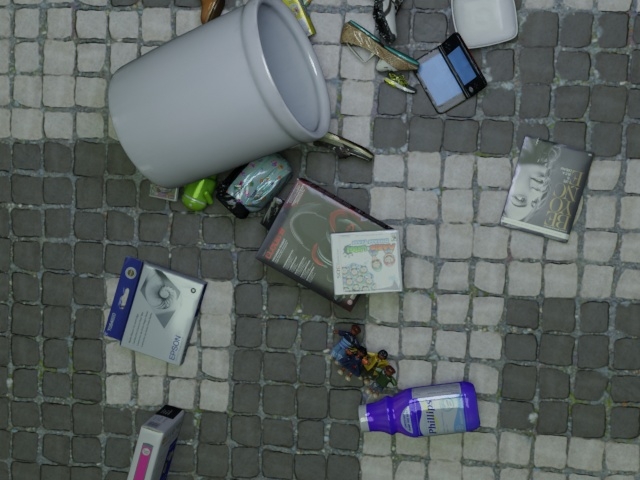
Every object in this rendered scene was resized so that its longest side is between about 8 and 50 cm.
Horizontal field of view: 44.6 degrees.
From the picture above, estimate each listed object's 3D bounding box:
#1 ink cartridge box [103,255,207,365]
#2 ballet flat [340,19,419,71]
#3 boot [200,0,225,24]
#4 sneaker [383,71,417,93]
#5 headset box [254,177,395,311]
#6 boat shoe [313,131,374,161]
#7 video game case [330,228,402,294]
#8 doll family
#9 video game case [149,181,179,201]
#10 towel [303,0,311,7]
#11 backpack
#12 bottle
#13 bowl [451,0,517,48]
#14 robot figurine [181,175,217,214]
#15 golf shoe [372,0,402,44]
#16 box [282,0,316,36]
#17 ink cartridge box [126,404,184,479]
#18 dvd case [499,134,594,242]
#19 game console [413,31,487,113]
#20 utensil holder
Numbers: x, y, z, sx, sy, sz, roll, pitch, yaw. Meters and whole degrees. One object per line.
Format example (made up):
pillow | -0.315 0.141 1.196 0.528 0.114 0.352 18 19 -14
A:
ink cartridge box | -0.419 0.174 1.948 0.224 0.045 0.223 18 96 5
ballet flat | 0.134 -0.438 1.832 0.206 0.073 0.067 35 109 11
boot | -0.300 -0.612 1.864 0.152 0.073 0.197 14 84 4
sneaker | 0.192 -0.374 1.843 0.083 0.031 0.035 26 96 4
headset box | 0.000 0.000 1.854 0.293 0.110 0.218 30 97 3
boat shoe | 0.054 -0.218 1.863 0.152 0.056 0.049 27 102 14
video game case | 0.105 0.050 1.781 0.157 0.019 0.143 -4 96 5
doll family | 0.104 0.285 1.881 0.193 0.076 0.111 32 116 -2
video game case | -0.379 -0.162 1.919 0.087 0.011 0.122 12 96 30
towel | -0.029 -0.638 1.856 0.102 0.021 0.237 41 97 -1
backpack | -0.156 -0.137 1.856 0.115 0.152 0.182 44 86 -4
bottle | 0.234 0.409 1.867 0.282 0.092 0.118 -8 98 7
bowl | 0.375 -0.516 1.801 0.142 0.053 0.142 -10 94 7
robot figurine | -0.295 -0.123 1.900 0.101 0.067 0.115 29 98 31
golf shoe | 0.162 -0.548 1.796 0.094 0.077 0.198 -11 76 -7
box | -0.094 -0.549 1.835 0.105 0.043 0.179 -19 104 20
ink cartridge box | -0.427 0.605 1.916 0.069 0.176 0.371 14 96 6
dvd case | 0.529 -0.120 1.831 0.164 0.018 0.221 16 96 5
game console | 0.296 -0.385 1.807 0.085 0.124 0.144 -30 91 -19
utensil holder | -0.218 -0.312 1.720 0.385 0.327 0.328 -19 92 22
